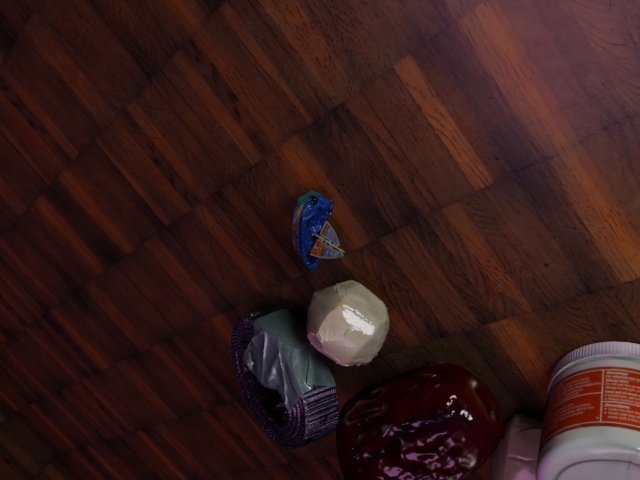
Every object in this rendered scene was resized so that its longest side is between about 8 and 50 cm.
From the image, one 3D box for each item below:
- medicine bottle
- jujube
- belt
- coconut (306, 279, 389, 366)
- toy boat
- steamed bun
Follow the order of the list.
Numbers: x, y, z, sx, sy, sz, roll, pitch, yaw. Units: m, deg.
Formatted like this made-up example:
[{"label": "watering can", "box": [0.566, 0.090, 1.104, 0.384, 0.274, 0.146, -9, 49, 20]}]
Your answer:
[{"label": "medicine bottle", "box": [0.504, 0.339, 0.943, 0.252, 0.241, 0.253, 15, 128, 20]}, {"label": "jujube", "box": [0.188, 0.392, 1.158, 0.258, 0.258, 0.376, 44, 119, -5]}, {"label": "belt", "box": [-0.088, 0.297, 1.237, 0.325, 0.122, 0.260, 45, 134, 39]}, {"label": "coconut", "box": [0.047, 0.161, 1.123, 0.162, 0.161, 0.161, 32, 131, -5]}, {"label": "toy boat", "box": [0.000, 0.000, 1.081, 0.110, 0.091, 0.175, 33, 138, 27]}, {"label": "steamed bun", "box": [0.427, 0.480, 1.140, 0.169, 0.153, 0.239, 14, 130, 19]}]
